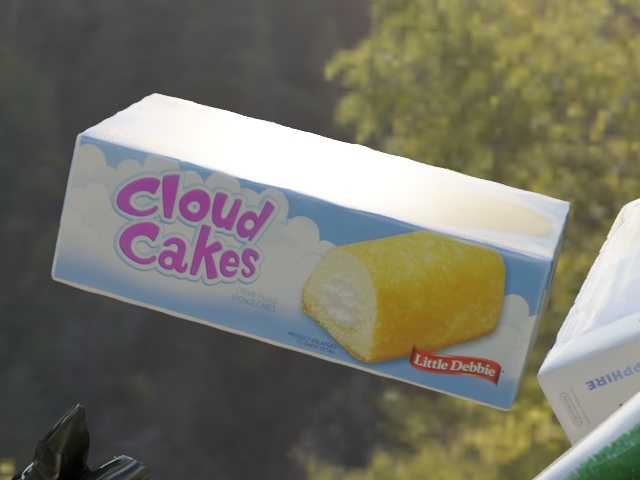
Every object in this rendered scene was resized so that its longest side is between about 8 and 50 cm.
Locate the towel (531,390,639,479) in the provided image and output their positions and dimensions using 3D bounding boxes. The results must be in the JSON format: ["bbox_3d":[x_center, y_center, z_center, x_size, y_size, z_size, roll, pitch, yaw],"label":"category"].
[{"bbox_3d":[0.135,0.066,0.482,0.038,0.248,0.325,45,-16,24],"label":"towel"}]

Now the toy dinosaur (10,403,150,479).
[{"bbox_3d":[-0.189,0.101,0.601,0.218,0.164,0.322,-41,10,-23],"label":"toy dinosaur"}]

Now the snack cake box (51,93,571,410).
[{"bbox_3d":[0.000,0.000,1.091,0.264,0.089,0.152,15,17,7],"label":"snack cake box"}]

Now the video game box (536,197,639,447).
[{"bbox_3d":[0.203,0.003,0.841,0.187,0.048,0.205,-22,13,25],"label":"video game box"}]
